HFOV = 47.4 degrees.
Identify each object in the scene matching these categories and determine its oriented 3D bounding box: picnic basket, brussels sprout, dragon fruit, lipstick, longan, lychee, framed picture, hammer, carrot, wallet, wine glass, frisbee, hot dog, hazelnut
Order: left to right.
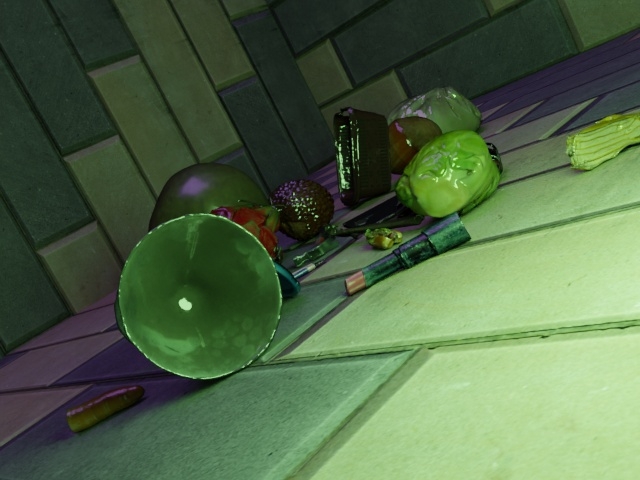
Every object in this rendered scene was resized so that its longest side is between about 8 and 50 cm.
[{"bbox_3d":[-0.377,0.289,1.289,0.139,0.048,0.048,-26,9,-4],"label":"carrot"},{"bbox_3d":[-0.256,0.114,1.329,0.267,0.267,0.406,-31,4,-23],"label":"wine glass"},{"bbox_3d":[-0.300,-0.034,1.978,0.361,0.360,0.361,-27,9,5],"label":"longan"},{"bbox_3d":[-0.193,0.009,1.749,0.234,0.233,0.293,-16,29,51],"label":"dragon fruit"},{"bbox_3d":[-0.147,0.043,1.450,0.242,0.242,0.045,-12,52,59],"label":"frisbee"},{"bbox_3d":[-0.051,-0.096,2.079,0.188,0.188,0.188,-27,9,5],"label":"lychee"},{"bbox_3d":[0.000,0.001,1.863,0.111,0.033,0.287,-26,9,11],"label":"hammer"},{"bbox_3d":[0.129,-0.255,2.224,0.129,0.296,0.222,-4,3,-14],"label":"picnic basket"},{"bbox_3d":[0.120,-0.031,1.598,0.125,0.026,0.297,8,-9,-35],"label":"hammer"},{"bbox_3d":[0.126,-0.008,1.512,0.056,0.041,0.133,-29,9,-14],"label":"hot dog"},{"bbox_3d":[0.142,0.029,1.256,0.234,0.053,0.053,-29,8,12],"label":"lipstick"},{"bbox_3d":[0.221,-0.106,1.894,0.324,0.013,0.244,-28,9,-5],"label":"framed picture"},{"bbox_3d":[0.280,-0.289,2.278,0.214,0.176,0.214,-24,-28,-13],"label":"hazelnut"},{"bbox_3d":[0.246,-0.126,1.448,0.223,0.161,0.223,-22,4,2],"label":"brussels sprout"},{"bbox_3d":[0.291,-0.139,1.681,0.262,0.071,0.221,-30,11,17],"label":"wallet"}]

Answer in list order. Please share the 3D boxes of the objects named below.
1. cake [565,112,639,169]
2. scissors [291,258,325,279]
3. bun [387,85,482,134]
[{"bbox_3d":[0.522,-0.176,1.285,0.116,0.079,0.185,-1,15,43],"label":"cake"},{"bbox_3d":[-0.039,0.070,1.649,0.113,0.012,0.039,-29,9,-10],"label":"scissors"},{"bbox_3d":[0.379,-0.413,2.531,0.360,0.210,0.359,-27,8,4],"label":"bun"}]
